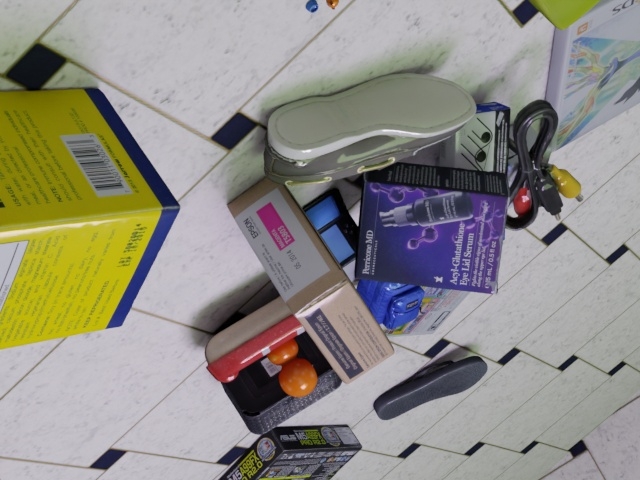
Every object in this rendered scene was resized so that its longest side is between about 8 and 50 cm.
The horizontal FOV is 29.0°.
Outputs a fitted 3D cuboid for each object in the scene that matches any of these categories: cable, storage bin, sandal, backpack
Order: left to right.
[{"bbox_3d":[-0.066,0.215,2.013,0.180,0.122,0.084,-30,152,-11],"label":"storage bin"},{"bbox_3d":[0.120,0.074,2.006,0.098,0.101,0.120,-26,143,-34],"label":"backpack"},{"bbox_3d":[0.224,0.289,2.541,0.254,0.054,0.097,-20,142,-10],"label":"sandal"},{"bbox_3d":[0.316,-0.113,1.887,0.139,0.072,0.287,-22,139,8],"label":"cable"}]

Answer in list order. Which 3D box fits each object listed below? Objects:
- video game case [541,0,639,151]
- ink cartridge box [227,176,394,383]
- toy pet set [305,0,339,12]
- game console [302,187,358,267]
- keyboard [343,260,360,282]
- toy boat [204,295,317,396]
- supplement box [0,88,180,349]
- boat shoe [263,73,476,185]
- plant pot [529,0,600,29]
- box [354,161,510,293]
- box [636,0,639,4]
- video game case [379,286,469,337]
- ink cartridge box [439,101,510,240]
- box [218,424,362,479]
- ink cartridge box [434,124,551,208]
[{"bbox_3d":[0.482,-0.304,1.923,0.300,0.036,0.329,-29,152,-12],"label":"video game case"},{"bbox_3d":[-0.013,0.050,1.665,0.088,0.235,0.193,-34,138,1],"label":"ink cartridge box"},{"bbox_3d":[0.033,-0.303,1.388,0.114,0.065,0.122,-35,153,-1],"label":"toy pet set"},{"bbox_3d":[0.000,0.000,1.816,0.122,0.107,0.071,-33,180,-4],"label":"game console"},{"bbox_3d":[0.078,0.037,2.023,0.256,0.014,0.072,-11,138,-39],"label":"keyboard"},{"bbox_3d":[-0.055,0.169,1.891,0.231,0.151,0.151,-30,178,-9],"label":"toy boat"},{"bbox_3d":[-0.360,-0.016,1.251,0.356,0.195,0.194,-9,142,-42],"label":"supplement box"},{"bbox_3d":[0.064,-0.143,1.630,0.305,0.109,0.091,-14,146,-25],"label":"boat shoe"},{"bbox_3d":[0.237,-0.402,1.308,0.227,0.228,0.207,-44,144,15],"label":"plant pot"},{"bbox_3d":[0.157,-0.021,1.759,0.207,0.108,0.153,5,112,4],"label":"box"},{"bbox_3d":[0.448,-0.401,1.513,0.117,0.243,0.213,-23,149,-24],"label":"box"},{"bbox_3d":[0.204,0.098,2.243,0.193,0.023,0.212,1,136,-49],"label":"video game case"},{"bbox_3d":[0.226,-0.096,1.829,0.097,0.046,0.207,-10,113,-25],"label":"ink cartridge box"},{"bbox_3d":[-0.071,0.456,2.447,0.216,0.060,0.270,-48,150,22],"label":"box"},{"bbox_3d":[0.265,-0.098,1.954,0.175,0.072,0.127,-24,149,-21],"label":"ink cartridge box"}]
